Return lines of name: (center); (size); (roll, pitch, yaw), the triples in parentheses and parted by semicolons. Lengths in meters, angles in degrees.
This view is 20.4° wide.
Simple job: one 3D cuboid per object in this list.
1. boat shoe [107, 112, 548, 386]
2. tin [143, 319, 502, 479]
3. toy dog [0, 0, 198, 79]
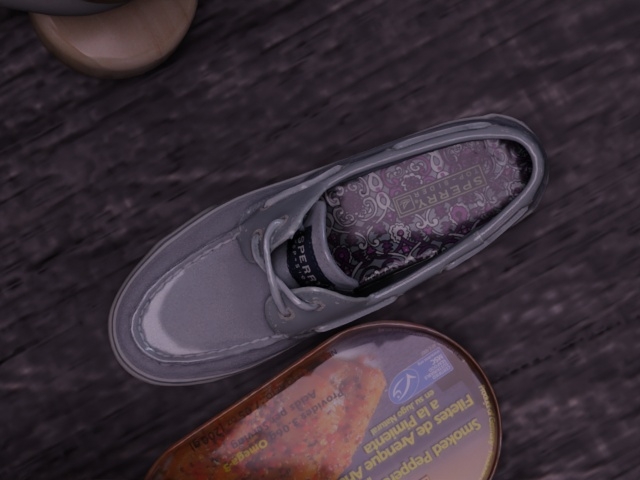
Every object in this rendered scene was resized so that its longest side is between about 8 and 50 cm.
boat shoe: (0.001, 0.001, 0.826); (0.227, 0.081, 0.079); (-26, 89, 2)
tin: (-0.001, 0.114, 0.849); (0.189, 0.040, 0.106); (-33, 85, 2)
toy dog: (-0.181, -0.198, 0.778); (0.333, 0.220, 0.161); (22, 76, -27)
